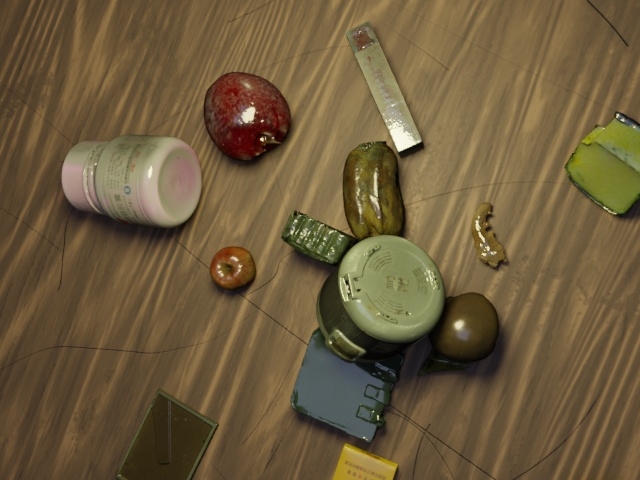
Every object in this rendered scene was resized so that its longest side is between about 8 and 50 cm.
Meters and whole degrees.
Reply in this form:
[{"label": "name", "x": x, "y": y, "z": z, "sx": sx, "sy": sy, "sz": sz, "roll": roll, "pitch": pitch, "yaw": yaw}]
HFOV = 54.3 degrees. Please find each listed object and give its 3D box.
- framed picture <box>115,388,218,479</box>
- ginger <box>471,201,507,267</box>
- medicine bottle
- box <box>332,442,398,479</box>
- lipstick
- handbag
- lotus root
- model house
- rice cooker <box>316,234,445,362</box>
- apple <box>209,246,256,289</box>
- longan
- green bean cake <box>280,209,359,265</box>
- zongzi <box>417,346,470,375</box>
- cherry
[{"label": "framed picture", "x": -0.443, "y": 0.602, "z": 1.786, "sx": 0.211, "sy": 0.020, "sz": 0.289, "roll": 26, "pitch": 92, "yaw": 13}, {"label": "ginger", "x": 0.431, "y": -0.013, "z": 1.621, "sx": 0.070, "sy": 0.051, "sz": 0.173, "roll": -14, "pitch": 84, "yaw": 8}, {"label": "medicine bottle", "x": -0.528, "y": -0.170, "z": 1.749, "sx": 0.325, "sy": 0.256, "sz": 0.255, "roll": 6, "pitch": 87, "yaw": 21}, {"label": "box", "x": 0.090, "y": 0.692, "z": 1.644, "sx": 0.153, "sy": 0.043, "sz": 0.269, "roll": 18, "pitch": 89, "yaw": 14}, {"label": "lipstick", "x": 0.175, "y": -0.410, "z": 1.697, "sx": 0.076, "sy": 0.080, "sz": 0.371, "roll": -24, "pitch": 80, "yaw": 9}, {"label": "handbag", "x": 0.074, "y": 0.371, "z": 1.657, "sx": 0.260, "sy": 0.079, "sz": 0.247, "roll": 21, "pitch": 91, "yaw": 13}, {"label": "lotus root", "x": 0.139, "y": -0.128, "z": 1.645, "sx": 0.152, "sy": 0.160, "sz": 0.274, "roll": -4, "pitch": 83, "yaw": 37}, {"label": "model house", "x": 0.749, "y": -0.210, "z": 1.539, "sx": 0.194, "sy": 0.170, "sz": 0.211, "roll": 40, "pitch": 67, "yaw": 20}, {"label": "rice cooker", "x": 0.140, "y": 0.153, "z": 1.537, "sx": 0.289, "sy": 0.277, "sz": 0.288, "roll": 8, "pitch": 62, "yaw": -15}, {"label": "apple", "x": -0.245, "y": 0.076, "z": 1.742, "sx": 0.126, "sy": 0.102, "sz": 0.125, "roll": 0, "pitch": 90, "yaw": 9}, {"label": "longan", "x": 0.359, "y": 0.218, "z": 1.551, "sx": 0.189, "sy": 0.189, "sz": 0.189, "roll": -1, "pitch": 85, "yaw": 13}, {"label": "green bean cake", "x": 0.000, "y": 0.000, "z": 1.655, "sx": 0.181, "sy": 0.173, "sz": 0.094, "roll": 27, "pitch": 93, "yaw": 13}, {"label": "zongzi", "x": 0.322, "y": 0.331, "z": 1.621, "sx": 0.104, "sy": 0.052, "sz": 0.113, "roll": 28, "pitch": 105, "yaw": 8}, {"label": "cherry", "x": -0.211, "y": -0.350, "z": 1.723, "sx": 0.230, "sy": 0.203, "sz": 0.300, "roll": -39, "pitch": 64, "yaw": 9}]
